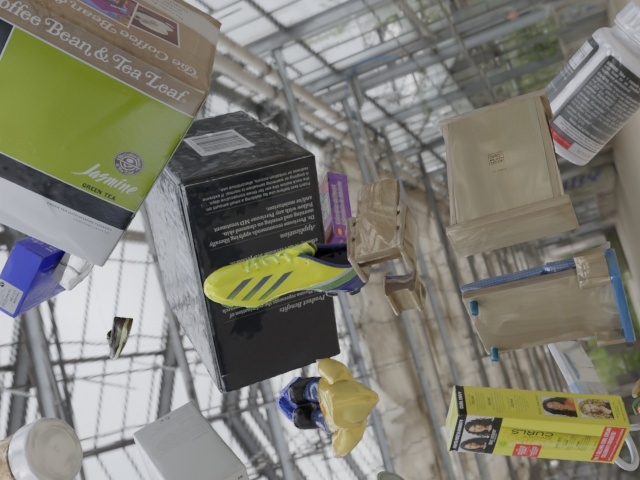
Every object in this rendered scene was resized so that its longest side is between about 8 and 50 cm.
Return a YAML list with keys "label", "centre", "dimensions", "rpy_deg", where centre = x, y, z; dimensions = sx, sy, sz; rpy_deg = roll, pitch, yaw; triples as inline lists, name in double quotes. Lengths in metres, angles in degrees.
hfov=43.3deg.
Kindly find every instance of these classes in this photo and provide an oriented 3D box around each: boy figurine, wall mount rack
- label: "boy figurine"
  centre: [0.024, 0.294, 1.405]
  dimensions: [0.285, 0.092, 0.177]
  rpy_deg: [152, 111, -72]
- label: "wall mount rack"
  centre: [0.500, 0.231, 1.459]
  dimensions: [0.304, 0.130, 0.350]
  rpy_deg: [12, -134, -47]

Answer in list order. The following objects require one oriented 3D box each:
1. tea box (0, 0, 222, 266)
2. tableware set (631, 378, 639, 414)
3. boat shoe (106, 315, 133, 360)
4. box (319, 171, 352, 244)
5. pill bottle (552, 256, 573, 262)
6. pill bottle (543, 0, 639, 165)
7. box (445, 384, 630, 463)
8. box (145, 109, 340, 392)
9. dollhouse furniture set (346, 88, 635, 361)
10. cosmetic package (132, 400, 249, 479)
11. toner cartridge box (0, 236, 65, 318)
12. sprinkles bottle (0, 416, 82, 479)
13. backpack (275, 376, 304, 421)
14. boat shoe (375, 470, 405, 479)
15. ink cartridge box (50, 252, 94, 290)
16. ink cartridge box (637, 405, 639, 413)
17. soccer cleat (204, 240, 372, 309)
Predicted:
- label: "tea box"
  centre: [-0.350, -0.198, 1.049]
  dimensions: [0.329, 0.323, 0.220]
  rpy_deg: [27, -147, -21]
- label: "tableware set"
  centre: [0.633, 0.260, 1.530]
  dimensions: [0.024, 0.104, 0.154]
  rpy_deg: [34, -138, 2]
- label: "boat shoe"
  centre: [-0.479, 0.226, 1.902]
  dimensions: [0.049, 0.152, 0.056]
  rpy_deg: [24, -141, -6]
- label: "box"
  centre: [0.000, 0.000, 2.003]
  dimensions: [0.293, 0.057, 0.201]
  rpy_deg: [119, 153, -47]
- label: "pill bottle"
  centre: [0.544, 0.080, 1.726]
  dimensions: [0.087, 0.160, 0.087]
  rpy_deg: [-14, -90, -82]
- label: "pill bottle"
  centre: [0.536, -0.295, 1.521]
  dimensions: [0.161, 0.283, 0.161]
  rpy_deg: [30, -151, -18]
- label: "box"
  centre: [0.294, 0.253, 1.109]
  dimensions: [0.058, 0.232, 0.087]
  rpy_deg: [-87, 2, -51]
- label: "box"
  centre: [-0.200, 0.000, 1.818]
  dimensions: [0.480, 0.297, 0.471]
  rpy_deg: [-140, 39, -59]
- label: "dollhouse furniture set"
  centre: [0.225, 0.012, 1.045]
  dimensions: [0.198, 0.286, 0.303]
  rpy_deg: [-85, -28, -43]
- label: "cosmetic package"
  centre: [-0.231, 0.475, 1.543]
  dimensions: [0.225, 0.138, 0.224]
  rpy_deg: [33, 142, 47]
- label: "toner cartridge box"
  centre: [-0.632, 0.053, 1.901]
  dimensions: [0.075, 0.165, 0.348]
  rpy_deg: [32, -166, 2]
- label: "sprinkles bottle"
  centre: [-0.585, 0.424, 1.433]
  dimensions: [0.121, 0.355, 0.121]
  rpy_deg: [43, -148, -36]
- label: "backpack"
  centre: [-0.046, 0.414, 2.031]
  dimensions: [0.120, 0.101, 0.098]
  rpy_deg: [45, 170, -1]
- label: "boat shoe"
  centre: [0.164, 0.637, 1.797]
  dimensions: [0.302, 0.114, 0.091]
  rpy_deg: [-76, 1, -74]
- label: "ink cartridge box"
  centre: [-0.537, 0.034, 1.818]
  dimensions: [0.056, 0.135, 0.099]
  rpy_deg: [37, -154, -4]
- label: "ink cartridge box"
  centre: [0.498, 0.215, 0.908]
  dimensions: [0.078, 0.231, 0.134]
  rpy_deg: [-41, -20, -34]
- label: "soccer cleat"
  centre: [-0.056, 0.044, 1.369]
  dimensions: [0.121, 0.289, 0.093]
  rpy_deg: [89, 172, -45]
